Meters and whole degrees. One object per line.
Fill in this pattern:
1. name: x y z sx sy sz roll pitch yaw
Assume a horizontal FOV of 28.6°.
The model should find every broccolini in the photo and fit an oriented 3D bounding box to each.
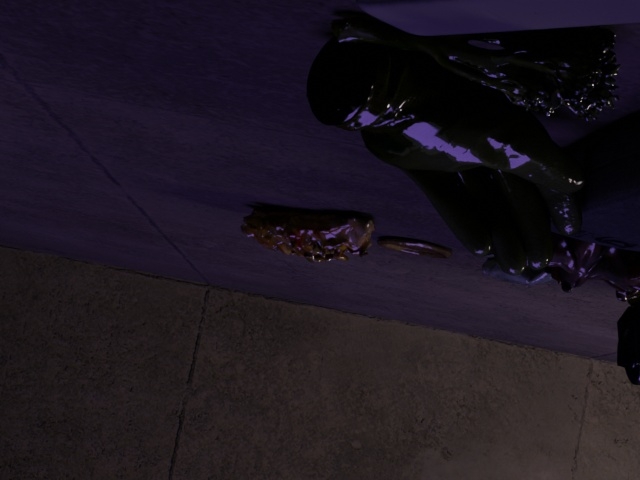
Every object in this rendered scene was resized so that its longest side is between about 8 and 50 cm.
1. broccolini: 0.097 -0.112 0.821 0.201 0.058 0.074 7 164 23

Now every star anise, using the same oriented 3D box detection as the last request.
1. star anise: 0.275 0.003 1.296 0.288 0.088 0.288 17 167 4

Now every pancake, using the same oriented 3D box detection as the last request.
1. pancake: 0.139 0.011 1.843 0.115 0.011 0.115 12 174 1

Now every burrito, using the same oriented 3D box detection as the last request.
1. burrito: 0.283 0.040 1.736 0.074 0.044 0.118 20 173 -28

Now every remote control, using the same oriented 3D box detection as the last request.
1. remote control: 0.130 -0.141 0.699 0.067 0.029 0.261 16 173 -43

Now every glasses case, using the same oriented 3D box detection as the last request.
1. glasses case: 0.279 -0.044 0.999 0.131 0.074 0.323 13 172 -8

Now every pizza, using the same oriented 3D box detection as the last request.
1. pizza: 0.000 0.000 1.752 0.226 0.069 0.147 6 169 34

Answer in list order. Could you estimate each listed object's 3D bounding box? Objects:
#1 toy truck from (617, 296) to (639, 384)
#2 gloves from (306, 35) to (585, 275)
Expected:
1. toy truck: 0.466 0.105 1.478 0.224 0.165 0.147 11 172 -4
2. gloves: 0.106 -0.071 0.949 0.268 0.107 0.135 37 151 -32
